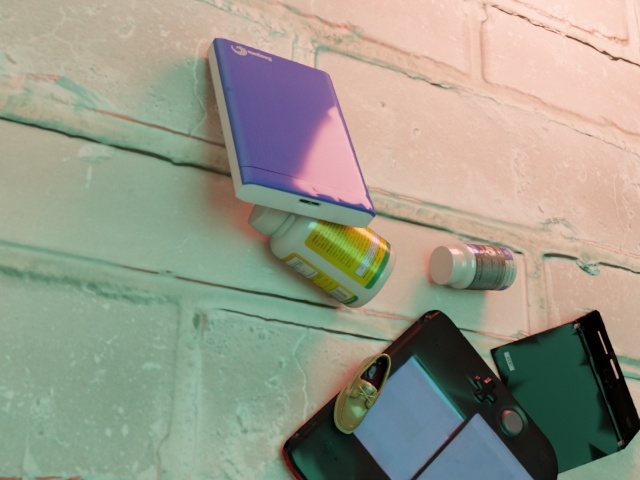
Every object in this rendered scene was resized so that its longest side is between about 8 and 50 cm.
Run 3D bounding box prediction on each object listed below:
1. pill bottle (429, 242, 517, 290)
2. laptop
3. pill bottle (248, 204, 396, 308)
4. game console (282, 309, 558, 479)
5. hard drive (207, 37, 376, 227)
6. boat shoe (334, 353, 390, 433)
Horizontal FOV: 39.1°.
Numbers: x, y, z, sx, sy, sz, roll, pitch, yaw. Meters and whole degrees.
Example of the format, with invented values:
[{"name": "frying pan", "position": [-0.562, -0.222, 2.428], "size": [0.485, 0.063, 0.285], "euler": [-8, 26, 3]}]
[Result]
[{"name": "pill bottle", "position": [0.255, 0.044, 1.511], "size": [0.137, 0.078, 0.078], "euler": [4, 71, -32]}, {"name": "laptop", "position": [0.442, 0.264, 1.595], "size": [0.264, 0.137, 0.234], "euler": [-6, 76, -60]}, {"name": "pill bottle", "position": [0.000, 0.000, 1.339], "size": [0.208, 0.118, 0.117], "euler": [35, 58, -17]}, {"name": "game console", "position": [0.169, 0.331, 1.355], "size": [0.387, 0.060, 0.342], "euler": [-37, 91, -37]}, {"name": "hard drive", "position": [-0.048, -0.164, 1.335], "size": [0.210, 0.040, 0.318], "euler": [13, 43, -29]}, {"name": "boat shoe", "position": [0.062, 0.216, 1.305], "size": [0.050, 0.045, 0.135], "euler": [34, 54, -7]}]
